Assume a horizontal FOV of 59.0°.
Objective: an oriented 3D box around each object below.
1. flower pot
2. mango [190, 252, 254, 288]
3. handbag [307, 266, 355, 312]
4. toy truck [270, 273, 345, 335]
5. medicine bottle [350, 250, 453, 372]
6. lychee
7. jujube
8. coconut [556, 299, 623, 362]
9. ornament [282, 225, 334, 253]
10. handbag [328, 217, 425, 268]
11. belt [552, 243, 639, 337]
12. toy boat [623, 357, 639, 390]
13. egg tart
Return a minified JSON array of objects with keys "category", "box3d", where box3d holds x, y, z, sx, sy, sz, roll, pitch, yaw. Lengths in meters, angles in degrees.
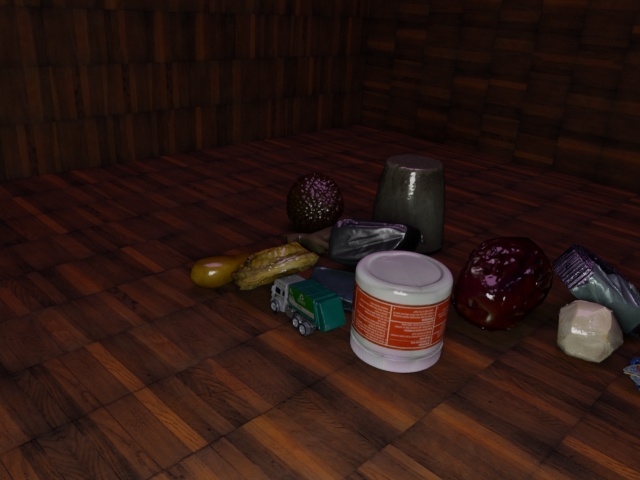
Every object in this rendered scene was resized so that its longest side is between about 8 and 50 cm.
[{"category":"flower pot","box3d":[0.347,-0.144,2.159,0.293,0.330,0.294,4,24,-2]},{"category":"mango","box3d":[-0.304,0.090,1.785,0.227,0.099,0.136,-16,-1,-35]},{"category":"handbag","box3d":[0.069,0.162,1.749,0.229,0.062,0.179,10,27,13]},{"category":"toy truck","box3d":[-0.037,0.183,1.607,0.114,0.124,0.253,-12,29,-38]},{"category":"medicine bottle","box3d":[0.209,0.179,1.495,0.252,0.241,0.252,4,23,-2]},{"category":"lychee","box3d":[-0.019,-0.147,2.244,0.235,0.236,0.271,-7,26,-24]},{"category":"jujube","box3d":[0.540,0.125,1.684,0.258,0.259,0.376,17,39,29]},{"category":"coconut","box3d":[0.726,0.244,1.524,0.162,0.161,0.161,5,22,24]},{"category":"ornament","box3d":[0.000,0.000,2.109,0.230,0.061,0.244,-21,31,-39]},{"category":"handbag","box3d":[0.192,0.029,1.873,0.274,0.178,0.302,7,-1,18]},{"category":"belt","box3d":[0.843,0.139,1.683,0.324,0.122,0.260,34,27,-12]},{"category":"toy boat","box3d":[0.803,0.337,1.400,0.110,0.091,0.175,20,18,-4]},{"category":"egg tart","box3d":[-0.138,0.067,1.729,0.290,0.107,0.291,-18,-6,-2]}]
